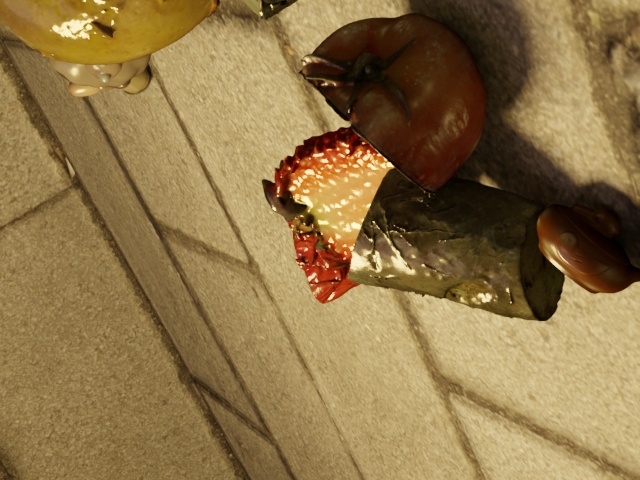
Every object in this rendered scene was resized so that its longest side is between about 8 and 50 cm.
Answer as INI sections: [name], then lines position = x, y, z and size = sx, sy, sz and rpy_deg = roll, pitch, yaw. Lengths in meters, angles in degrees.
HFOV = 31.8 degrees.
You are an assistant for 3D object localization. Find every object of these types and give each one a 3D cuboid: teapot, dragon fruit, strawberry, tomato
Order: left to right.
[dragon fruit]
position = 0.015, -0.006, 1.888
size = 0.092, 0.122, 0.192
rpy_deg = -22, 100, 31
[strawberry]
position = 0.092, -0.078, 1.494
size = 0.306, 0.137, 0.233
rpy_deg = -19, 125, 45
[tomato]
position = 0.096, -0.168, 1.233
size = 0.214, 0.155, 0.181
rpy_deg = 48, -174, 40
[teapot]
position = 0.290, 0.005, 1.190
size = 0.129, 0.078, 0.098
rpy_deg = 42, -160, 11

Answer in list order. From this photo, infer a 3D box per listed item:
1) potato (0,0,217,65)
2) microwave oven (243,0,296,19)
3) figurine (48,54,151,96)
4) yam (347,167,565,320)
[potato]
position = -0.396, -0.466, 1.725
size = 0.442, 0.319, 0.385
rpy_deg = 50, 162, 9
[microwave oven]
position = -0.007, -0.342, 1.125
size = 0.129, 0.205, 0.163
rpy_deg = 50, 162, 18
[figurine]
position = -0.405, -0.371, 2.111
size = 0.380, 0.203, 0.248
rpy_deg = 90, 159, -81
[yam]
position = 0.151, 0.000, 1.304
size = 0.254, 0.154, 0.154
rpy_deg = 14, 141, 27
